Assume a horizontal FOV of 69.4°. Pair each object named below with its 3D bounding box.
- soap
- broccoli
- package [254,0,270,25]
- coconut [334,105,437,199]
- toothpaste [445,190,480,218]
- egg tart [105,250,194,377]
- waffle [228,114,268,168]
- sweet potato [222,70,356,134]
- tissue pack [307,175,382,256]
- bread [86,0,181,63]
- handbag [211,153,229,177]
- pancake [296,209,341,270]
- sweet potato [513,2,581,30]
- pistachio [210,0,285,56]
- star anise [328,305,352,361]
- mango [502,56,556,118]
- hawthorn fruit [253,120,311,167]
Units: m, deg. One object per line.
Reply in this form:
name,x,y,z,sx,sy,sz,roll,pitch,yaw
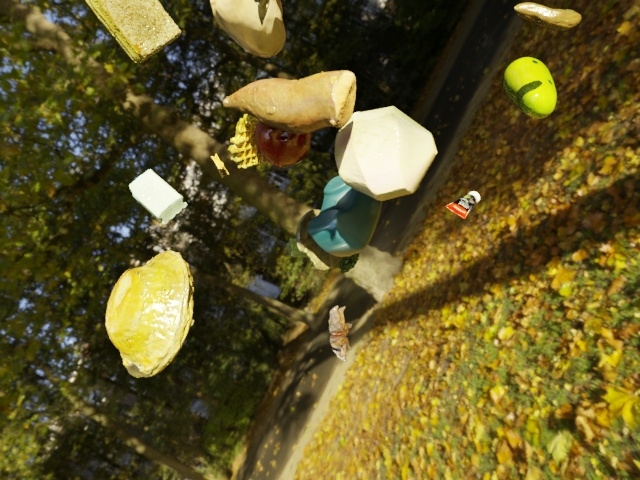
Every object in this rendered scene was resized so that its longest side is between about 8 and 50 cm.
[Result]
soap,-0.582,-0.157,1.645,0.114,0.198,0.063,-46,-25,-17
broccoli,0.018,-0.015,1.996,0.249,0.302,0.375,-64,26,6
package,-0.139,-0.667,1.174,0.173,0.027,0.170,63,-134,-85
coconut,0.173,-0.227,1.198,0.259,0.260,0.259,-64,1,3
toothpaste,0.478,-0.117,1.528,0.194,0.071,0.045,-28,-31,-49
egg tart,-0.592,0.233,1.559,0.443,0.178,0.442,-21,59,40
waffle,-0.297,-0.411,1.898,0.219,0.057,0.229,-32,-47,-52
sweet potato,-0.081,-0.308,1.063,0.131,0.337,0.131,-12,-77,-60
tissue pack,0.101,-0.084,1.646,0.198,0.206,0.287,-19,41,46
bread,-0.604,-0.723,1.507,0.184,0.234,0.111,-48,28,-24
handbag,-0.347,-0.257,1.591,0.027,0.061,0.083,-29,-10,-5
pancake,-0.001,-0.001,1.755,0.042,0.236,0.222,-14,53,49
sweet potato,0.585,-0.573,1.186,0.053,0.182,0.053,-94,15,-70
pistachio,-0.205,-0.672,1.356,0.187,0.188,0.299,-64,-26,2
star anise,0.045,0.222,1.116,0.141,0.042,0.140,-7,-90,-76
mango,0.690,-0.495,1.515,0.143,0.175,0.293,-37,27,32
hawthorn fruit,-0.098,-0.282,1.228,0.156,0.157,0.194,-64,1,-9
